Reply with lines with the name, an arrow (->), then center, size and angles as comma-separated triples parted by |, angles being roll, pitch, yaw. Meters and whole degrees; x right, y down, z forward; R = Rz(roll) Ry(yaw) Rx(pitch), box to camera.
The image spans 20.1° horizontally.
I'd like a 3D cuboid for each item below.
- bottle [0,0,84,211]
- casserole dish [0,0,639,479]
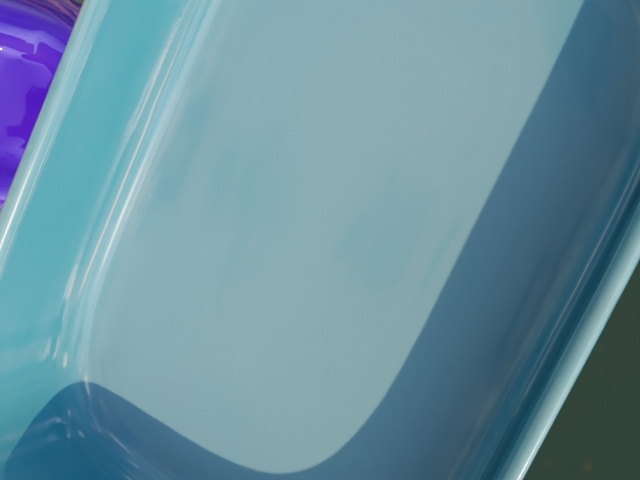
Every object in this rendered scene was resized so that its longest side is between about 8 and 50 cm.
bottle -> -0.154, -0.087, 0.805 | 0.118, 0.283, 0.092 | 9, 103, -11
casserole dish -> 0.000, 0.000, 0.343 | 0.037, 0.114, 0.188 | -24, 142, -63
